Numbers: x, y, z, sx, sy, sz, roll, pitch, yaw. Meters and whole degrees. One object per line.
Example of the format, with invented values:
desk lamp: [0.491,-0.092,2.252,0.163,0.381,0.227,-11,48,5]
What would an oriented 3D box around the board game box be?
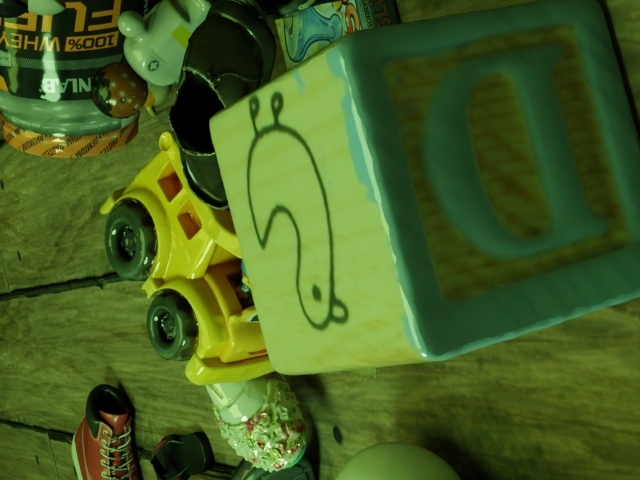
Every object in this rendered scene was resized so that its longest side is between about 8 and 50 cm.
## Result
board game box: [0.001,-0.217,0.965,0.136,0.035,0.201,-15,89,62]

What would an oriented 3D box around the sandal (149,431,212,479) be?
sandal: [-0.186,0.278,1.521,0.179,0.040,0.067,-37,70,60]

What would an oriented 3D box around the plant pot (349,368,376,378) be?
plant pot: [0.000,0.000,0.963,0.236,0.032,0.236,165,90,-89]

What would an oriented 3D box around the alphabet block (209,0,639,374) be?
alphabet block: [0.069,-0.029,0.763,0.197,0.194,0.192,-19,84,62]

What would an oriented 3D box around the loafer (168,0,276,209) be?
loafer: [-0.090,-0.093,0.951,0.080,0.078,0.220,31,148,16]

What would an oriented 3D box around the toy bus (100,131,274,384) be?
toy bus: [-0.076,-0.007,1.113,0.211,0.149,0.220,-47,62,39]

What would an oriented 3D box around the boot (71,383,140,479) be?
boot: [-0.283,0.331,1.680,0.244,0.088,0.176,64,148,28]

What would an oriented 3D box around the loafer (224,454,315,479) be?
loafer: [-0.080,0.294,1.276,0.095,0.109,0.302,58,150,38]

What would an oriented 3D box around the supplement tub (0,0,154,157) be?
supplement tub: [-0.273,-0.260,1.277,0.193,0.194,0.315,39,136,48]

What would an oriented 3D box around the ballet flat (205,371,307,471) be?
ballet flat: [-0.089,0.133,1.191,0.077,0.091,0.241,43,-173,-39]

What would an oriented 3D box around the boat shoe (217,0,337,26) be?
boat shoe: [-0.036,-0.208,0.912,0.254,0.079,0.095,21,122,58]

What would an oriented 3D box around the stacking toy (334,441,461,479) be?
stacking toy: [0.095,0.303,0.814,0.480,0.351,0.350,-120,29,-57]

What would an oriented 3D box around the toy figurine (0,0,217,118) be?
toy figurine: [-0.189,-0.210,1.078,0.209,0.148,0.213,47,-174,-9]
